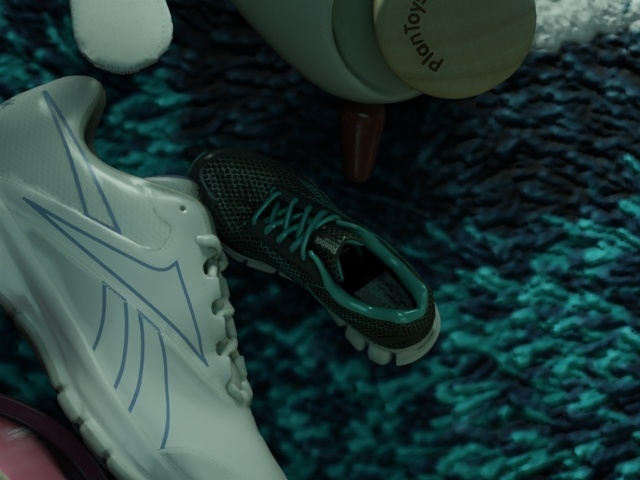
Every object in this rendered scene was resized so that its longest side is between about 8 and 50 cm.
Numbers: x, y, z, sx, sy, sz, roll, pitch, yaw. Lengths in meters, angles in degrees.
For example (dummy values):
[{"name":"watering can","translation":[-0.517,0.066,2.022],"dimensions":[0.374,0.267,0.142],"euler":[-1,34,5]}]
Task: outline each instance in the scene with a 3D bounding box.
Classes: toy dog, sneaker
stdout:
[{"name":"toy dog","translation":[-0.054,-0.135,0.924],"dimensions":[0.333,0.220,0.161],"euler":[24,109,7]},{"name":"sneaker","translation":[-0.092,0.039,0.904],"dimensions":[0.129,0.111,0.297],"euler":[-37,85,-6]},{"name":"sneaker","translation":[0.000,0.000,0.941],"dimensions":[0.166,0.076,0.065],"euler":[35,77,2]}]

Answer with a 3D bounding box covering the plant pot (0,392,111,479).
[{"name":"plant pot","translation":[-0.189,0.164,0.840],"dimensions":[0.201,0.180,0.201],"euler":[1,78,-5]}]
